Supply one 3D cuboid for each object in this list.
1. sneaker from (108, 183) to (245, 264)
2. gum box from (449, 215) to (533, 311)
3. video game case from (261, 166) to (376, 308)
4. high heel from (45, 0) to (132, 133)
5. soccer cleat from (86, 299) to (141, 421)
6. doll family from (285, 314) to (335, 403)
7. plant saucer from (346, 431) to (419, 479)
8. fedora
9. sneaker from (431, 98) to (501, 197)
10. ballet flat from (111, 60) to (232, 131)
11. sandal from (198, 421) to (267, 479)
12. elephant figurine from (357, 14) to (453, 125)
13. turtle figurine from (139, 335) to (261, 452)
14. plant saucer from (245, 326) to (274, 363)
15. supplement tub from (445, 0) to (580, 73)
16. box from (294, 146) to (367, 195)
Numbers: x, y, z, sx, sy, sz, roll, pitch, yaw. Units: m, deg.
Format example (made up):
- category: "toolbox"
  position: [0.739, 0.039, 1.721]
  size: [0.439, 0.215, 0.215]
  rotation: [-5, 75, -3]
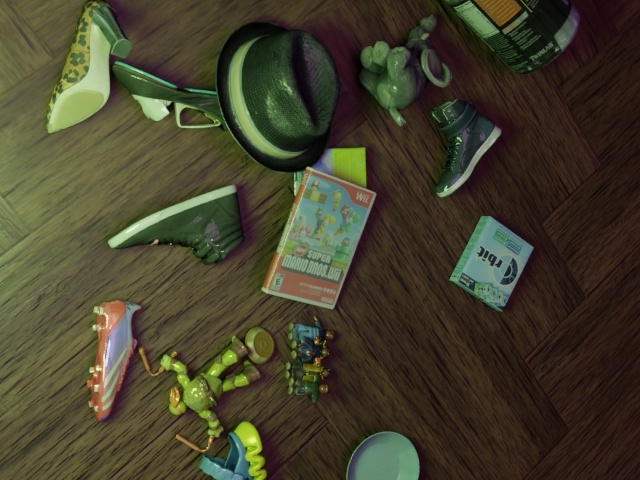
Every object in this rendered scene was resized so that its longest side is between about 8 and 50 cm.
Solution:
- category: "sneaker"
  position: [-0.281, -0.003, 1.818]
  size: [0.295, 0.104, 0.147]
  rotation: [-23, 97, -26]
- category: "gum box"
  position: [0.425, 0.057, 2.174]
  size: [0.157, 0.041, 0.184]
  rotation: [33, 80, -22]
- category: "video game case"
  position: [0.000, 0.000, 1.937]
  size: [0.204, 0.025, 0.285]
  rotation: [17, 94, -40]
- category: "high heel"
  position: [-0.482, -0.350, 1.747]
  size: [0.261, 0.186, 0.093]
  rotation: [-46, 142, 17]
- category: "soccer cleat"
  position: [-0.418, 0.244, 1.788]
  size: [0.095, 0.083, 0.248]
  rotation: [4, 88, -29]
- category: "doll family"
  position: [-0.017, 0.264, 1.970]
  size: [0.111, 0.076, 0.193]
  rotation: [7, 87, -20]
- category: "plant saucer"
  position: [0.141, 0.543, 2.073]
  size: [0.195, 0.037, 0.195]
  rotation: [-1, 93, -25]
- category: "fedora"
  position: [-0.060, -0.315, 1.835]
  size: [0.334, 0.152, 0.334]
  rotation: [10, 74, -37]
- category: "sneaker"
  position: [0.306, -0.229, 2.083]
  size: [0.163, 0.086, 0.226]
  rotation: [40, 78, -19]
- category: "ballet flat"
  position: [-0.299, -0.285, 1.807]
  size: [0.280, 0.095, 0.096]
  rotation: [13, 96, -24]
- category: "sandal"
  position: [-0.173, 0.559, 1.896]
  size: [0.138, 0.126, 0.317]
  rotation: [-15, 90, -19]
- category: "elephant figurine"
  position: [0.219, -0.395, 2.009]
  size: [0.239, 0.169, 0.186]
  rotation: [-19, 130, -38]
- category: "turtle figurine"
  position: [-0.246, 0.298, 1.859]
  size: [0.217, 0.087, 0.270]
  rotation: [-34, 102, -21]
- category: "plant saucer"
  position: [-0.129, 0.229, 1.930]
  size: [0.083, 0.015, 0.083]
  rotation: [15, 68, -41]
- category: "supplement tub"
  position: [0.428, -0.569, 2.055]
  size: [0.338, 0.207, 0.207]
  rotation: [40, 77, -21]
- category: "box"
  position: [0.016, -0.154, 1.979]
  size: [0.178, 0.042, 0.109]
  rotation: [-4, 93, -23]
